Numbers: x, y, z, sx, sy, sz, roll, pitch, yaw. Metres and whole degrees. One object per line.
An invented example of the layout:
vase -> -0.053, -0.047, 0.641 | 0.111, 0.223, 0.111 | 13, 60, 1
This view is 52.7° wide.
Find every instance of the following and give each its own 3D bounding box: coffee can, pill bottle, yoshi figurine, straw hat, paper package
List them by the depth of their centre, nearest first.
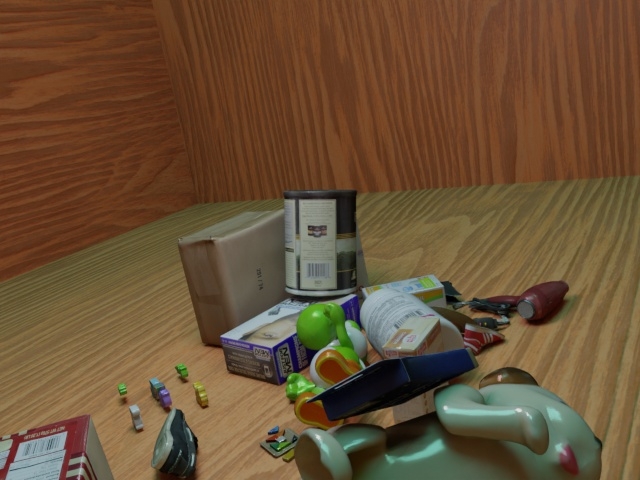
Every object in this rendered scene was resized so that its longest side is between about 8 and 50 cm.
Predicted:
yoshi figurine -> 0.006, 0.245, 1.413 | 0.203, 0.203, 0.362 | -15, 11, 9
pill bottle -> 0.195, 0.210, 1.466 | 0.160, 0.160, 0.283 | -13, 15, -11
straw hat -> 0.300, 0.216, 1.550 | 0.144, 0.144, 0.061 | 1, 58, 37
coffee can -> 0.000, 0.000, 1.767 | 0.201, 0.275, 0.201 | 0, 6, 0
paper package -> -0.214, 0.101, 1.832 | 0.168, 0.325, 0.309 | 0, 18, 37

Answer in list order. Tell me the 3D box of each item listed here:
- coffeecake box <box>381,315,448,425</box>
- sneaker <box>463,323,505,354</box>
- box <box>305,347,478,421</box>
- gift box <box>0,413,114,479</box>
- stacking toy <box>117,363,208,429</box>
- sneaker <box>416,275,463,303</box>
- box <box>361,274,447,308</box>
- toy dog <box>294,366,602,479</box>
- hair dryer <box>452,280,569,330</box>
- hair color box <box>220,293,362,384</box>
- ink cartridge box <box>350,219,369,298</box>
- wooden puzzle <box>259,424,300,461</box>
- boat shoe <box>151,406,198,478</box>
coffeecake box -> 0.187, 0.258, 1.233 | 0.068, 0.185, 0.142 | -1, 17, 31
sneaker -> 0.376, 0.235, 1.502 | 0.118, 0.067, 0.042 | 16, -2, -28
box -> 0.098, 0.188, 0.845 | 0.136, 0.036, 0.225 | -36, -26, 31
gift box -> -0.379, 0.414, 0.877 | 0.255, 0.258, 0.276 | -12, 22, -4
stacking toy -> -0.374, 0.360, 1.515 | 0.167, 0.052, 0.221 | -15, 13, -25
sneaker -> 0.338, 0.141, 1.857 | 0.089, 0.051, 0.170 | -11, 19, -5
box -> 0.221, 0.171, 1.709 | 0.203, 0.103, 0.114 | -11, 14, -2
toy dog -> 0.193, 0.338, 0.869 | 0.408, 0.284, 0.395 | -17, -21, -19
hair dryer -> 0.499, 0.147, 1.658 | 0.293, 0.080, 0.223 | -10, 14, -1
hair color box -> -0.067, 0.235, 1.662 | 0.185, 0.110, 0.339 | 4, 21, 40
ink cartridge box -> 0.019, 0.053, 1.958 | 0.201, 0.278, 0.117 | -16, 13, -23
wooden puzzle -> -0.073, 0.390, 1.255 | 0.078, 0.014, 0.116 | -21, 18, -37
boat shoe -> -0.284, 0.401, 1.280 | 0.079, 0.084, 0.233 | 26, 0, -13
